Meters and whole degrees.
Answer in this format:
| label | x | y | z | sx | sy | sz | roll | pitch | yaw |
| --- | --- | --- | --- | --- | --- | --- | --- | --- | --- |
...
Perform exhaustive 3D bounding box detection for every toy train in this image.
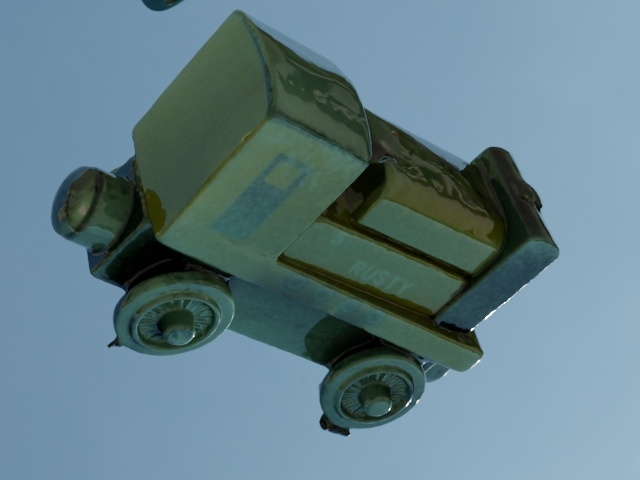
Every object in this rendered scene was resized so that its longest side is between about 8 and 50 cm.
| label | x | y | z | sx | sy | sz | roll | pitch | yaw |
| --- | --- | --- | --- | --- | --- | --- | --- | --- | --- |
| toy train | 0.000 | 0.000 | 1.099 | 0.397 | 0.253 | 0.160 | 25 | -148 | -37 |

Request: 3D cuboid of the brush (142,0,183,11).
| label | x | y | z | sx | sy | sz | roll | pitch | yaw |
| --- | --- | --- | --- | --- | --- | --- | --- | --- | --- |
| brush | -0.017 | -0.162 | 0.585 | 0.032 | 0.193 | 0.043 | 21 | -137 | -46 |
